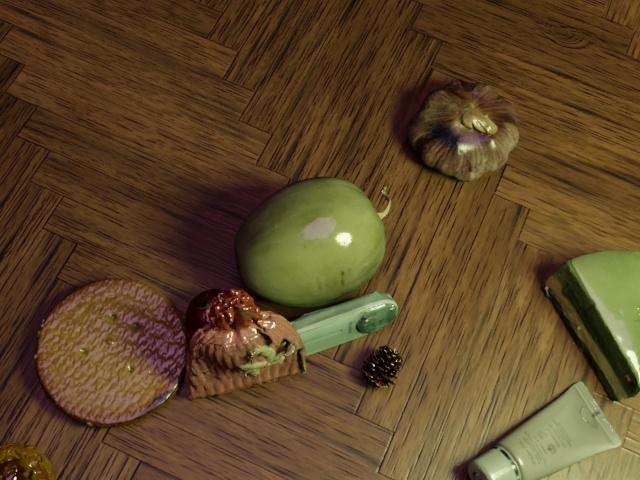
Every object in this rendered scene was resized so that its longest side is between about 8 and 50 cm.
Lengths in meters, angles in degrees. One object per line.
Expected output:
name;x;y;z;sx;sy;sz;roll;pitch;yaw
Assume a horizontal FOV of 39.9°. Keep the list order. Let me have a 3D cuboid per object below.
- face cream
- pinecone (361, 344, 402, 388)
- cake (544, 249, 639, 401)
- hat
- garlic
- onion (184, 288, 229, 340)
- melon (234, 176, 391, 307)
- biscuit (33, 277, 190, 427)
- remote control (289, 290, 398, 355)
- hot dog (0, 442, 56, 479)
face cream;0.425;0.389;1.678;0.314;0.089;0.143;-22;68;-22
pinecone;0.121;0.245;1.721;0.077;0.077;0.083;29;107;9
cake;0.543;0.166;1.752;0.172;0.158;0.284;8;68;0
hat;-0.142;0.197;1.611;0.236;0.286;0.107;-13;48;-10
garlic;0.312;-0.248;1.917;0.244;0.160;0.245;-2;68;5
onion;-0.202;0.158;1.717;0.131;0.131;0.131;2;65;-4
melon;-0.015;0.006;1.726;0.307;0.271;0.272;-24;66;19
biscuit;-0.404;0.215;1.717;0.305;0.038;0.305;2;65;-5
remote control;0.035;0.165;1.738;0.247;0.104;0.052;-17;56;-13
hot dog;-0.545;0.471;1.556;0.160;0.099;0.227;-10;72;-26
